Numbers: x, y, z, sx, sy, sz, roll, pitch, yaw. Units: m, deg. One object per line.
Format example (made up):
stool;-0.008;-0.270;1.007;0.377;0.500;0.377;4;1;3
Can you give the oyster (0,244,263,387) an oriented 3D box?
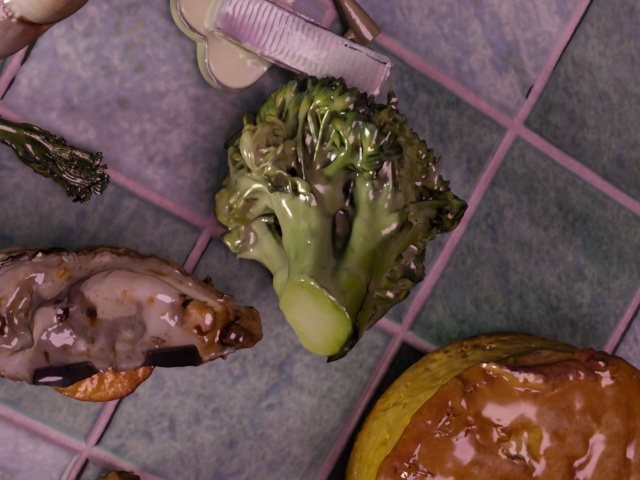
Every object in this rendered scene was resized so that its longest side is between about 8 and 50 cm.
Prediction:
oyster;-0.183;0.070;1.423;0.345;0.078;0.129;8;98;-47

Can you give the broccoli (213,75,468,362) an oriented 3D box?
broccoli;0.000;0.000;1.465;0.288;0.248;0.245;56;35;-27

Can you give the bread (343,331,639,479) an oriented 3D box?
bread;0.206;0.272;1.648;0.398;0.215;0.398;-5;103;-22

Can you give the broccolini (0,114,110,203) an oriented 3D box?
broccolini;-0.297;-0.109;1.434;0.239;0.051;0.054;33;93;-20

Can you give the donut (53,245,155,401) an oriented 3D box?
donut;-0.211;0.075;1.498;0.152;0.058;0.152;-6;104;-26

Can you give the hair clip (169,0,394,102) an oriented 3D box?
hair clip;-0.036;-0.205;1.504;0.218;0.071;0.159;22;84;-15

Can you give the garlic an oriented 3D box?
garlic;-0.260;-0.218;1.368;0.174;0.124;0.099;-27;117;31

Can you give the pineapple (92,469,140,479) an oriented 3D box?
pineapple;-0.147;0.327;1.559;0.125;0.125;0.251;-47;122;-8

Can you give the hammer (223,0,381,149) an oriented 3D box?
hammer;-0.028;-0.163;1.549;0.195;0.028;0.060;-44;108;-8
